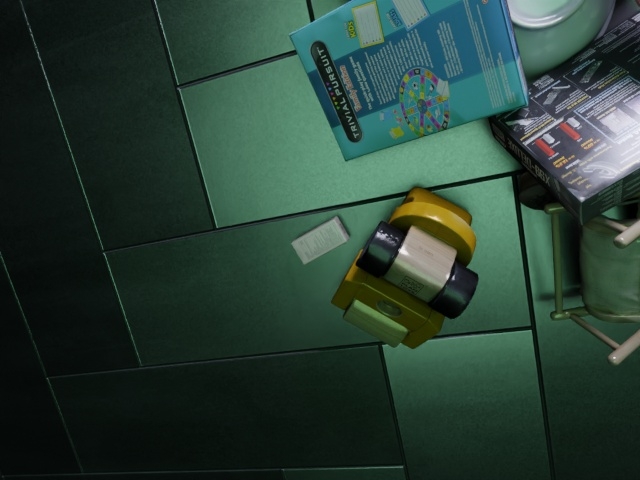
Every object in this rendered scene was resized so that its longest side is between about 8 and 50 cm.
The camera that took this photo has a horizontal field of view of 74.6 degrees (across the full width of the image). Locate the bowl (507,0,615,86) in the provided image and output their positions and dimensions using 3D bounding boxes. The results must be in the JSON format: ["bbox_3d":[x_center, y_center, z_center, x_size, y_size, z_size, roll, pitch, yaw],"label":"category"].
[{"bbox_3d":[0.354,-0.414,0.701,0.297,0.134,0.298,3,105,13],"label":"bowl"}]

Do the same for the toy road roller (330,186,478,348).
[{"bbox_3d":[0.181,0.048,0.849,0.202,0.241,0.330,29,146,4],"label":"toy road roller"}]

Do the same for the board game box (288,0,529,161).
[{"bbox_3d":[0.147,-0.306,0.721,0.335,0.079,0.254,-11,118,34],"label":"board game box"}]

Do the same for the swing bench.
[{"bbox_3d":[0.550,0.034,0.714,0.254,0.165,0.253,-19,116,-4],"label":"swing bench"}]

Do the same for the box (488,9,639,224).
[{"bbox_3d":[0.466,-0.205,0.653,0.307,0.076,0.243,-34,50,12],"label":"box"}]

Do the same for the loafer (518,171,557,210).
[{"bbox_3d":[0.519,-0.177,0.743,0.365,0.134,0.130,-29,61,17],"label":"loafer"}]

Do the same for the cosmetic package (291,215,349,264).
[{"bbox_3d":[0.000,0.000,0.933,0.115,0.041,0.060,-27,97,18],"label":"cosmetic package"}]

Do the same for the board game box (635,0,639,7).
[{"bbox_3d":[0.479,-0.370,0.549,0.145,0.027,0.281,-37,93,8],"label":"board game box"}]
